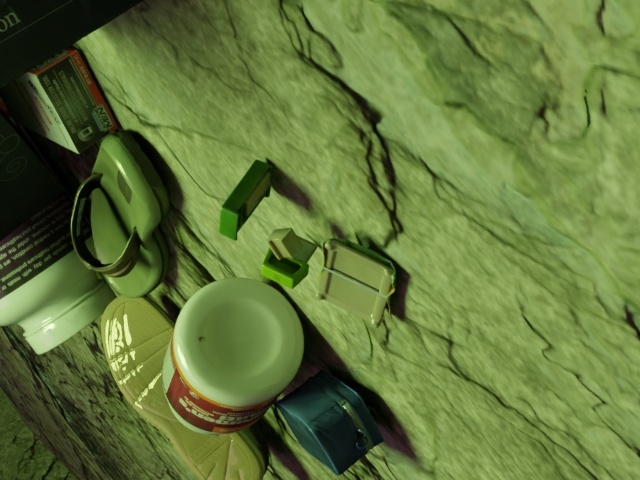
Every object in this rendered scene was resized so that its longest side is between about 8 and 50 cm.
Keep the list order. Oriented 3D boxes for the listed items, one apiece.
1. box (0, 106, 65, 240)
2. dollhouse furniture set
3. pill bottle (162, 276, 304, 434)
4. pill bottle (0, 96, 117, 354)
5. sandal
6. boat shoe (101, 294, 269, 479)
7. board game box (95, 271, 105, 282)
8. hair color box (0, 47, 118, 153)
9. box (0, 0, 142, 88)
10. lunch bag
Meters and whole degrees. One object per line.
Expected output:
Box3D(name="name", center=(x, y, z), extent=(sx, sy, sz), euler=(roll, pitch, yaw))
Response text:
Box3D(name="box", center=(-0.404, -0.098, 1.140), extent=(0.143, 0.165, 0.270), euler=(48, 172, 19))
Box3D(name="dollhouse furniture set", center=(0.000, 0.000, 0.859), extent=(0.151, 0.058, 0.076), euler=(25, 143, 13))
Box3D(name="pill bottle", center=(-0.094, 0.124, 1.097), extent=(0.121, 0.121, 0.221), euler=(49, 158, 8))
Box3D(name="pill bottle", center=(-0.399, -0.022, 1.392), extent=(0.323, 0.181, 0.181), euler=(57, 158, -9))
Box3D(name="sandal", center=(-0.226, -0.018, 1.186), extent=(0.120, 0.086, 0.303), euler=(47, 157, 12))
Box3D(name="boat shoe", center=(-0.162, 0.187, 1.361), extent=(0.285, 0.103, 0.092), euler=(51, -170, 5))
Box3D(name="board game box", center=(-0.375, 0.010, 1.579), extent=(0.181, 0.043, 0.092), euler=(58, 157, -15))
Box3D(name="hair color box", center=(-0.282, -0.155, 1.135), extent=(0.167, 0.053, 0.093), euler=(26, 147, 51))
Box3D(name="box", center=(-0.367, -0.222, 0.815), extent=(0.313, 0.343, 0.179), euler=(59, 159, -17))
Box3D(name="lunch bag", center=(0.013, 0.164, 1.022), extent=(0.098, 0.065, 0.067), euler=(25, 148, 58))
